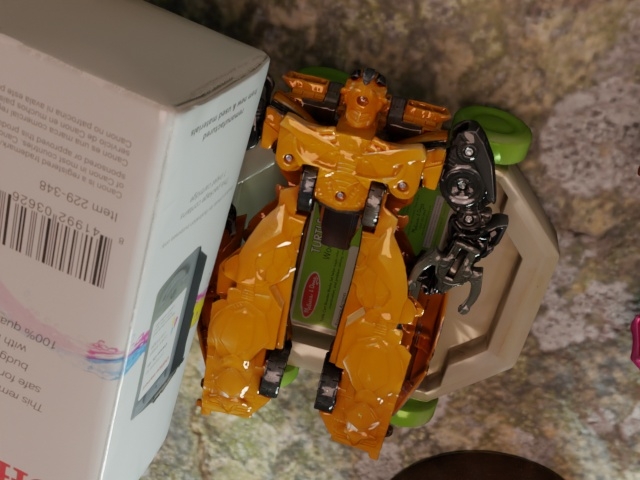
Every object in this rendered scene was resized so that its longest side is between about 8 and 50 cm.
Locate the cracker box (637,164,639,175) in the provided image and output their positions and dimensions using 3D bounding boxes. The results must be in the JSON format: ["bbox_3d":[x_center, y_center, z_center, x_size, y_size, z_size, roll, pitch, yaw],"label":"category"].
[{"bbox_3d":[0.345,-0.074,0.590,0.232,0.067,0.156,16,106,0],"label":"cracker box"}]

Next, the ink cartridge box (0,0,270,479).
[{"bbox_3d":[-0.184,-0.002,0.565,0.226,0.131,0.306,24,121,9],"label":"ink cartridge box"}]

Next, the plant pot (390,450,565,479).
[{"bbox_3d":[0.137,0.341,0.795,0.215,0.230,0.215,5,121,8],"label":"plant pot"}]

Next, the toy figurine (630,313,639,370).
[{"bbox_3d":[0.306,0.074,0.670,0.159,0.130,0.173,4,150,20],"label":"toy figurine"}]

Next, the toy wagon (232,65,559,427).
[{"bbox_3d":[0.000,0.000,0.717,0.344,0.068,0.267,15,121,2],"label":"toy wagon"}]

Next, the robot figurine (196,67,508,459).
[{"bbox_3d":[0.004,0.014,0.634,0.211,0.085,0.291,14,122,2],"label":"robot figurine"}]
